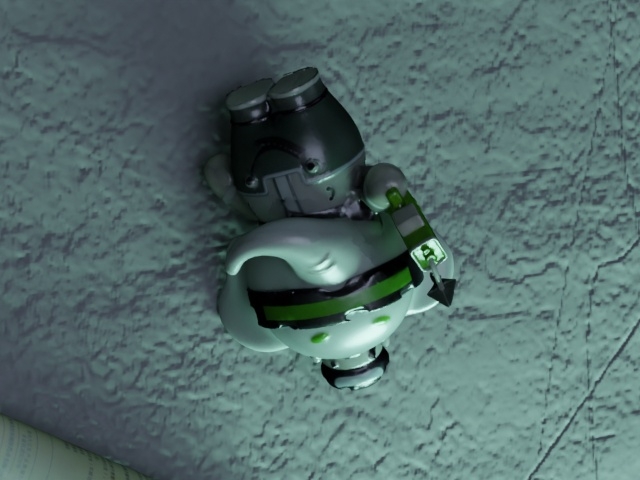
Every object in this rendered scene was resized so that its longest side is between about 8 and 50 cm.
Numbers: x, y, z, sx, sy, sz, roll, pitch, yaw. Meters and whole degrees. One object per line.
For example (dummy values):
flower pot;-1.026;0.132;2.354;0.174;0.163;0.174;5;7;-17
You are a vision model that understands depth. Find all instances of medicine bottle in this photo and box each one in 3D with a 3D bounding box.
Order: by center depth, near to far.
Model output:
medicine bottle;-0.105;0.163;0.969;0.231;0.059;0.059;29;81;-27

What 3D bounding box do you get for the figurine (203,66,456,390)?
figurine;0.000;0.000;0.985;0.147;0.126;0.192;-15;111;9
